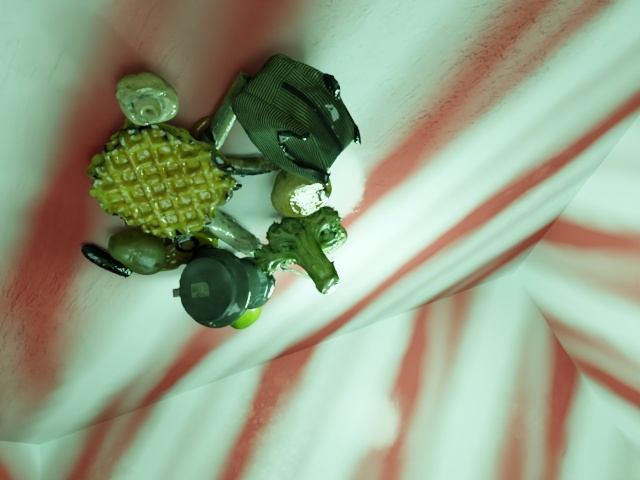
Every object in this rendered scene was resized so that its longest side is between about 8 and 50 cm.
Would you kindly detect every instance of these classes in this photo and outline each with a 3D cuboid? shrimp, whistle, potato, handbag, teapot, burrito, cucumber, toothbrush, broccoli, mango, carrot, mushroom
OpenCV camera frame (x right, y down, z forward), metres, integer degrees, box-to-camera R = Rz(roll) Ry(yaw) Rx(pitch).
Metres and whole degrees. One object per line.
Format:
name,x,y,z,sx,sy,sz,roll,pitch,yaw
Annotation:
shrimp,-0.253,-0.222,1.417,0.296,0.058,0.169,-5,154,-21
whistle,-0.275,-0.340,1.193,0.068,0.057,0.326,4,141,-44
potato,-0.651,0.040,1.483,0.157,0.157,0.194,-38,144,26
handbag,-0.047,-0.319,1.159,0.247,0.240,0.340,-51,150,-8
teapot,-0.398,0.191,1.711,0.376,0.305,0.362,-9,174,19
burrito,-0.335,-0.032,1.608,0.076,0.117,0.392,-15,154,18
cucumber,-0.782,0.081,1.545,0.067,0.067,0.245,-26,152,7
toothbrush,-0.122,0.169,2.184,0.026,0.028,0.294,-31,155,18
broccoli,-0.017,0.023,1.637,0.397,0.353,0.275,10,163,47
mango,-0.409,0.380,2.209,0.193,0.155,0.343,-4,151,-14
carrot,-0.368,-0.305,1.217,0.035,0.035,0.142,13,131,-46
mushroom,-0.424,-0.346,1.027,0.148,0.112,0.148,-11,142,-9

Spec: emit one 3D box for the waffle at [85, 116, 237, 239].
waffle,-0.460,-0.167,1.232,0.382,0.095,0.380,31,116,-33

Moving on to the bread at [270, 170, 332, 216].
bread,-0.069,-0.191,1.509,0.245,0.134,0.244,-19,152,-11

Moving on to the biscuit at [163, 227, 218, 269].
biscuit,-0.499,0.022,1.618,0.290,0.041,0.208,-40,148,11

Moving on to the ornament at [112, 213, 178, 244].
ornament,-0.521,-0.125,1.360,0.251,0.106,0.260,-36,135,12

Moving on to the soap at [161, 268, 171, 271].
soap,-0.629,0.093,1.689,0.140,0.045,0.089,-5,150,-28

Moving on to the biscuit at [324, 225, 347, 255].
biscuit,0.000,0.000,1.924,0.259,0.079,0.259,-16,150,-10
